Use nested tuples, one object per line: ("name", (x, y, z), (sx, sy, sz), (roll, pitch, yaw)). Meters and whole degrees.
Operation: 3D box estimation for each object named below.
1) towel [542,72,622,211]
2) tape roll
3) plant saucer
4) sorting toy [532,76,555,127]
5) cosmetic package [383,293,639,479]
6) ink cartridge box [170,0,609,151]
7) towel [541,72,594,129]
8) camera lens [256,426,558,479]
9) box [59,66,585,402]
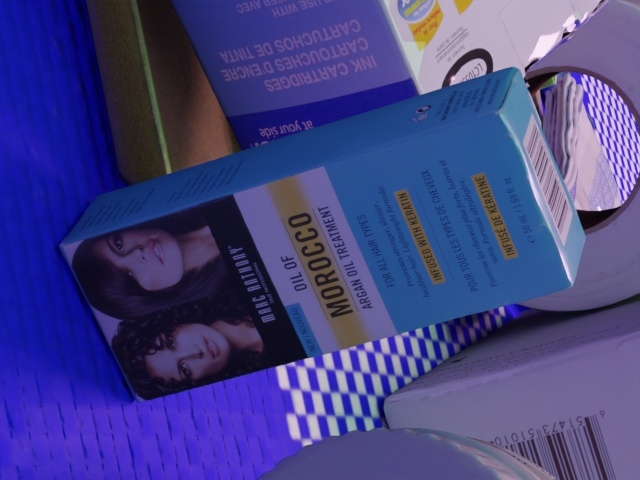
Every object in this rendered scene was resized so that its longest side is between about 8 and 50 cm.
("towel", (0.262, 0.011, 1.757), (0.209, 0.034, 0.285), (-74, 143, -55))
("tape roll", (0.203, -0.076, 1.515), (0.169, 0.246, 0.246), (-20, 93, -72))
("plant saucer", (-0.078, -0.094, 1.123), (0.188, 0.045, 0.188), (15, 60, -65))
("sorting toy", (0.154, -0.176, 1.758), (0.347, 0.047, 0.196), (45, 30, -52))
("cosmetic package", (0.218, 0.128, 1.458), (0.385, 0.217, 0.156), (-24, 97, -70))
("ink cartridge box", (0.031, -0.212, 1.110), (0.270, 0.151, 0.395), (-43, 115, -43))
("towel", (0.250, -0.153, 1.995), (0.119, 0.029, 0.067), (67, 23, -16))
("camera lens", (0.079, 0.226, 1.029), (0.274, 0.219, 0.219), (35, 43, -57))
("box", (0.000, 0.000, 0.968), (0.100, 0.244, 0.060), (66, 23, -19))
